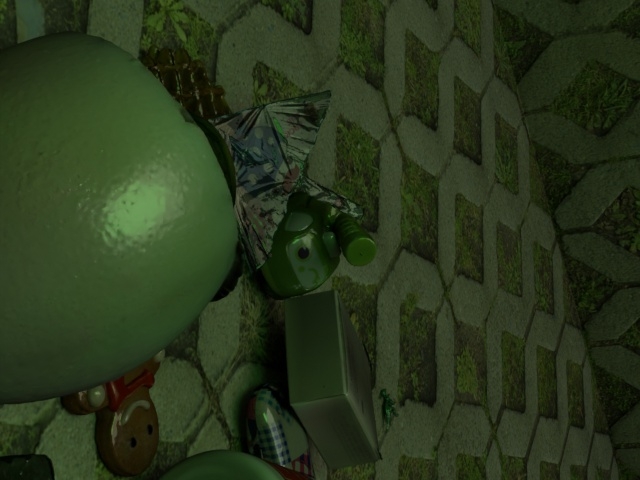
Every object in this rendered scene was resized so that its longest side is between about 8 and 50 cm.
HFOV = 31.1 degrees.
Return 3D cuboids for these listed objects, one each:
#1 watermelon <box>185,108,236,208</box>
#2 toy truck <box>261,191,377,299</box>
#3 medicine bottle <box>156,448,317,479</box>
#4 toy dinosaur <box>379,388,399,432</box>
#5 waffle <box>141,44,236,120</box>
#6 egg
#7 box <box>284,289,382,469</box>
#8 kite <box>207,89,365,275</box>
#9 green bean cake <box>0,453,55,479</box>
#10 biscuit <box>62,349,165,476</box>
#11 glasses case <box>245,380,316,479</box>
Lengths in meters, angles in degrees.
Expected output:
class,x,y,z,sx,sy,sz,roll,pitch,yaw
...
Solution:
class,x,y,z,sx,sy,sz,roll,pitch,yaw
watermelon,-0.180,-0.053,1.522,0.204,0.127,0.232,2,105,-73
toy truck,-0.011,-0.005,1.918,0.187,0.210,0.148,-89,159,-60
medicine bottle,-0.095,0.423,1.546,0.241,0.252,0.253,35,52,-56
toy dinosaur,0.134,0.338,2.307,0.062,0.021,0.083,60,29,-25
waffle,-0.199,-0.151,1.711,0.293,0.069,0.260,46,42,-47
egg,-0.309,0.007,1.156,0.340,0.354,0.355,-39,120,-35
box,0.023,0.236,1.922,0.252,0.106,0.203,67,15,-52
kite,-0.054,-0.101,1.778,0.314,0.011,0.335,31,70,-29
green bean cake,-0.358,0.325,1.215,0.185,0.094,0.183,1,81,-64
biscuit,-0.268,0.154,1.508,0.205,0.049,0.324,-20,103,-65
glasses case,-0.056,0.387,1.836,0.125,0.076,0.328,-22,102,-65
